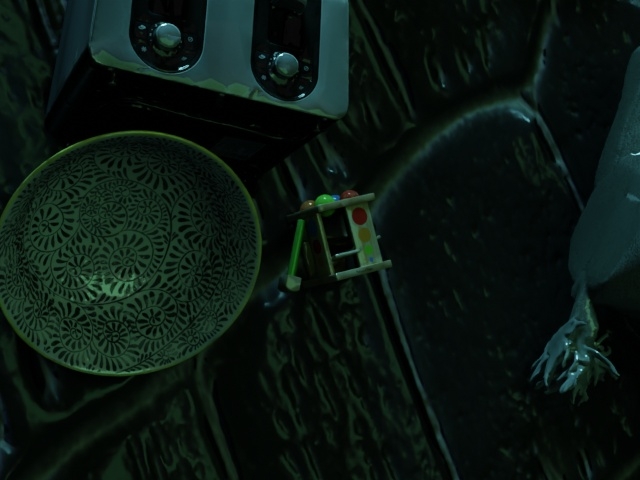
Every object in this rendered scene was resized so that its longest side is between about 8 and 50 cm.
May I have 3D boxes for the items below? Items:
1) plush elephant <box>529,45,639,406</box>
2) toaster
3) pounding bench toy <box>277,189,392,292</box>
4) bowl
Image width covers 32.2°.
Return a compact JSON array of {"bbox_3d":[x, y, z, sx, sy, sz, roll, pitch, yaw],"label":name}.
[{"bbox_3d":[0.359,0.026,0.932,0.255,0.272,0.330,21,100,-13],"label":"plush elephant"},{"bbox_3d":[-0.085,-0.114,0.741,0.168,0.185,0.110,11,74,-21],"label":"toaster"},{"bbox_3d":[0.000,0.000,0.835,0.083,0.052,0.065,-14,89,-32],"label":"pounding bench toy"},{"bbox_3d":[-0.129,-0.003,0.727,0.170,0.080,0.170,-7,116,-15],"label":"bowl"}]
